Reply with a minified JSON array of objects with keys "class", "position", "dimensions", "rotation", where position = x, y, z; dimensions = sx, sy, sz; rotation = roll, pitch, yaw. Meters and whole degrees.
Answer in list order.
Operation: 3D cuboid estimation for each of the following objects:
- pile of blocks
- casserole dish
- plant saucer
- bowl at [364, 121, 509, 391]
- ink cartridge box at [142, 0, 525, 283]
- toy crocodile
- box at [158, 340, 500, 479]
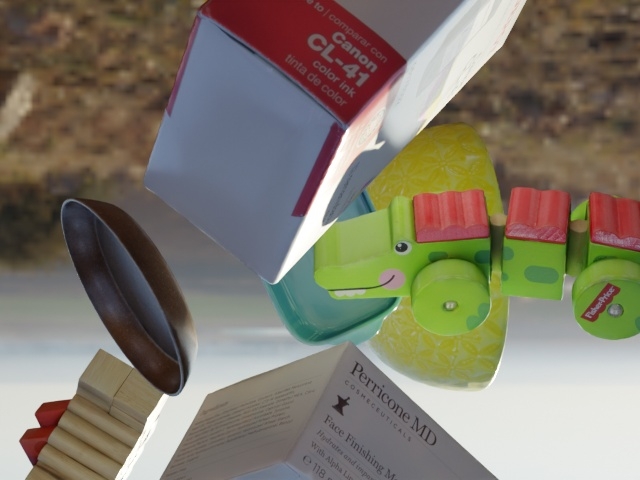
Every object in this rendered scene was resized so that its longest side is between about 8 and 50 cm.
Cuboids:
[{"class":"pile of blocks","position":[-0.271,0.248,1.911],"dimensions":[0.113,0.362,0.149],"rotation":[31,-175,4]},{"class":"casserole dish","position":[0.000,0.000,1.522],"dimensions":[0.114,0.188,0.037],"rotation":[-26,173,12]},{"class":"plant saucer","position":[-0.139,0.038,1.351],"dimensions":[0.029,0.168,0.168],"rotation":[-30,-173,-22]},{"class":"bowl","position":[0.083,0.021,1.894],"dimensions":[0.156,0.289,0.289],"rotation":[-3,176,-11]},{"class":"ink cartridge box","position":[0.031,-0.147,1.264],"dimensions":[0.131,0.306,0.226],"rotation":[39,149,9]},{"class":"toy crocodile","position":[0.162,0.003,1.435],"dimensions":[0.341,0.105,0.115],"rotation":[0,-142,5]},{"class":"box","position":[0.004,0.191,1.343],"dimensions":[0.181,0.119,0.182],"rotation":[43,141,-19]}]
